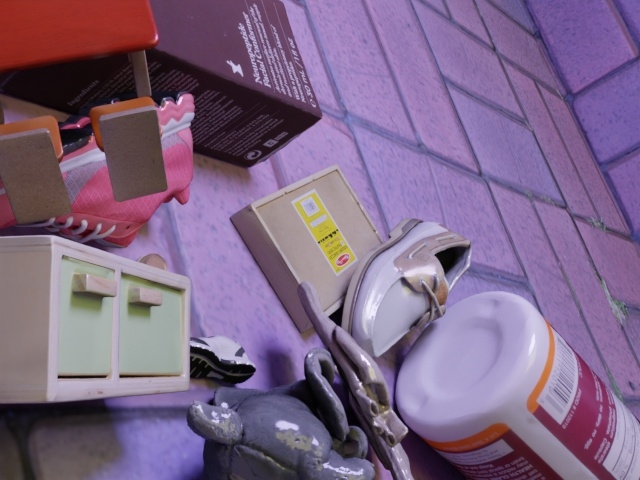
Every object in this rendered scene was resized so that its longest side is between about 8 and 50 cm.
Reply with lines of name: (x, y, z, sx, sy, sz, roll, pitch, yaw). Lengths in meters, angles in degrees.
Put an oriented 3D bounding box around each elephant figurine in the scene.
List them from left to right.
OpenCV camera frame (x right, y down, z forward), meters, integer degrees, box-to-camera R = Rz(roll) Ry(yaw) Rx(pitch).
elephant figurine: (-0.030, 0.188, 0.883, 0.169, 0.186, 0.239, 10, 25, 2)

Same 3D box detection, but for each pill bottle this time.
pill bottle: (0.302, 0.268, 1.220, 0.392, 0.224, 0.224, 45, 32, -25)

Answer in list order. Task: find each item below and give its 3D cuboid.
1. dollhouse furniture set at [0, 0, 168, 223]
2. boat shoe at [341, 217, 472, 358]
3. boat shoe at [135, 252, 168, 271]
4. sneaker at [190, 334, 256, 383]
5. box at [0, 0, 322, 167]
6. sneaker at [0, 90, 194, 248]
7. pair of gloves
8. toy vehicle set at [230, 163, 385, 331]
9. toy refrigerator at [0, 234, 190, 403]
dollhouse furniture set: (-0.256, -0.154, 0.683, 0.135, 0.259, 0.262, 96, -23, -56)
boat shoe: (0.118, 0.058, 1.193, 0.302, 0.103, 0.113, -52, 143, -50)
boat shoe: (-0.160, 0.063, 0.870, 0.050, 0.045, 0.135, 36, 36, -35)
sneaker: (-0.114, 0.115, 0.912, 0.109, 0.040, 0.044, 28, 25, -48)
box: (-0.180, -0.229, 1.021, 0.381, 0.143, 0.191, 11, 55, -52)
sneaker: (-0.212, -0.044, 0.826, 0.314, 0.116, 0.136, -35, 123, -51)
pair of gloves: (0.053, 0.172, 0.992, 0.204, 0.042, 0.240, 57, -7, 51)
toy vehicle set: (0.000, 0.000, 1.191, 0.166, 0.035, 0.267, 59, 29, 0)
toy refrigerator: (-0.173, 0.065, 0.668, 0.269, 0.094, 0.102, 40, 49, -77)
